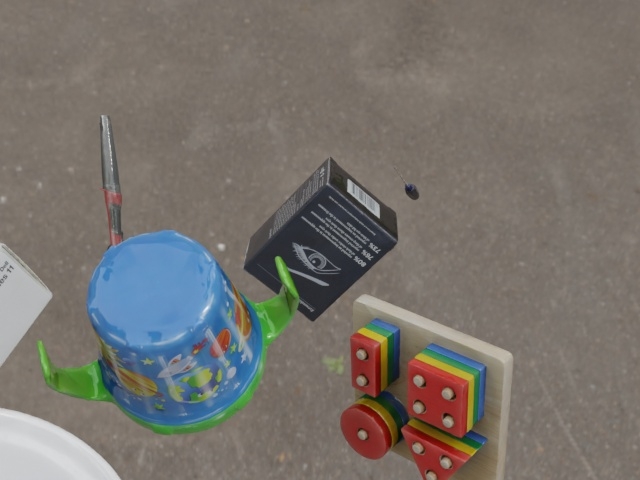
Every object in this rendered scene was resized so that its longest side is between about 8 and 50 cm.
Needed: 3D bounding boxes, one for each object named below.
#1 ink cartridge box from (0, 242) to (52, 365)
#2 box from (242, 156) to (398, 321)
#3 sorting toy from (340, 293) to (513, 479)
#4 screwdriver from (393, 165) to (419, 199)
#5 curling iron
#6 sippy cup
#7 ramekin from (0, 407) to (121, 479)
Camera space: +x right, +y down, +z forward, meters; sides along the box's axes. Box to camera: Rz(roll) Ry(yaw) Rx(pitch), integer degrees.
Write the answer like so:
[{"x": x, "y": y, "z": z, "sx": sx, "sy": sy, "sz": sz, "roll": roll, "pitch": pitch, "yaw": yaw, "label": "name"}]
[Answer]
[{"x": -0.386, "y": 0.069, "z": 0.901, "sx": 0.208, "sy": 0.087, "sz": 0.153, "roll": 11, "pitch": 58, "yaw": 39, "label": "ink cartridge box"}, {"x": 0.000, "y": 0.000, "z": 1.473, "sx": 0.153, "sy": 0.207, "sz": 0.108, "roll": 40, "pitch": 23, "yaw": -17, "label": "box"}, {"x": 0.136, "y": 0.242, "z": 1.338, "sx": 0.257, "sy": 0.255, "sz": 0.089, "roll": 20, "pitch": 36, "yaw": 35, "label": "sorting toy"}, {"x": 0.163, "y": -0.109, "z": 1.786, "sx": 0.024, "sy": 0.170, "sz": 0.025, "roll": 11, "pitch": 82, "yaw": 22, "label": "screwdriver"}, {"x": -0.367, "y": -0.081, "z": 1.611, "sx": 0.035, "sy": 0.274, "sz": 0.068, "roll": -9, "pitch": 12, "yaw": -24, "label": "curling iron"}, {"x": -0.196, "y": 0.108, "z": 1.202, "sx": 0.240, "sy": 0.224, "sz": 0.305, "roll": 29, "pitch": 67, "yaw": 19, "label": "sippy cup"}, {"x": -0.342, "y": 0.312, "z": 0.953, "sx": 0.277, "sy": 0.135, "sz": 0.277, "roll": 27, "pitch": 21, "yaw": -11, "label": "ramekin"}]
